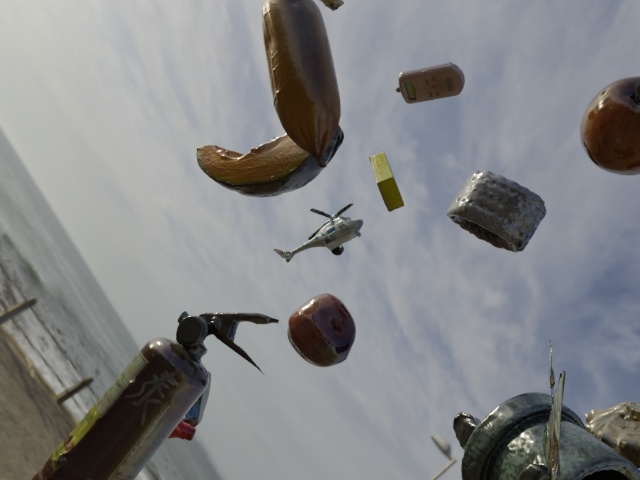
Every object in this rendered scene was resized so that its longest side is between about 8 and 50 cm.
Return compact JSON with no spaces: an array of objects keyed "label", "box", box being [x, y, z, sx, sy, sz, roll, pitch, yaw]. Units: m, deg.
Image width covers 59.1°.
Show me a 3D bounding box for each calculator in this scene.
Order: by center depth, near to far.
[{"label":"calculator","box":[0.276,-0.397,1.429,0.175,0.032,0.100,-6,-35,20]}]

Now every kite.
[{"label":"kite","box":[0.333,0.241,0.807,0.012,0.250,0.229,4,-45,15]}]

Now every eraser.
[{"label":"eraser","box":[0.162,-0.147,1.391,0.122,0.045,0.097,-99,164,-49]}]

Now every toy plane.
[{"label":"toy plane","box":[-0.007,-0.004,1.614,0.182,0.273,0.107,69,4,-55]}]

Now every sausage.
[{"label":"sausage","box":[-0.030,-0.270,0.926,0.112,0.112,0.328,108,-26,-64]}]

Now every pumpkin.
[{"label":"pumpkin","box":[-0.096,-0.141,1.221,0.169,0.312,0.148,63,23,-57]}]

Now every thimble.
[{"label":"thimble","box":[0.500,-0.083,1.605,0.246,0.157,0.217,31,-1,34]}]

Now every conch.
[{"label":"conch","box":[0.722,0.508,1.307,0.210,0.352,0.297,23,-9,-27]}]

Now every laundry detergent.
[{"label":"laundry detergent","box":[-0.337,0.370,1.183,0.165,0.097,0.049,25,-2,-9]}]

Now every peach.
[{"label":"peach","box":[0.006,0.203,1.215,0.152,0.152,0.152,47,-23,27]}]

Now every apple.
[{"label":"apple","box":[0.631,-0.234,1.146,0.188,0.188,0.173,44,-16,33]}]

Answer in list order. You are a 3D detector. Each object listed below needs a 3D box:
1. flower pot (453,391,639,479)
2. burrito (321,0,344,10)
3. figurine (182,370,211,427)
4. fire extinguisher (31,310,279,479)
[{"label":"flower pot","box":[0.407,0.453,1.088,0.299,0.299,0.283,67,-11,-23]},{"label":"burrito","box":[-0.015,-0.716,1.589,0.185,0.041,0.045,35,0,-21]},{"label":"figurine","box":[-0.442,0.437,1.620,0.127,0.234,0.185,94,5,-70]},{"label":"fire extinguisher","box":[-0.145,0.156,0.538,0.106,0.252,0.075,40,-13,-3]}]
